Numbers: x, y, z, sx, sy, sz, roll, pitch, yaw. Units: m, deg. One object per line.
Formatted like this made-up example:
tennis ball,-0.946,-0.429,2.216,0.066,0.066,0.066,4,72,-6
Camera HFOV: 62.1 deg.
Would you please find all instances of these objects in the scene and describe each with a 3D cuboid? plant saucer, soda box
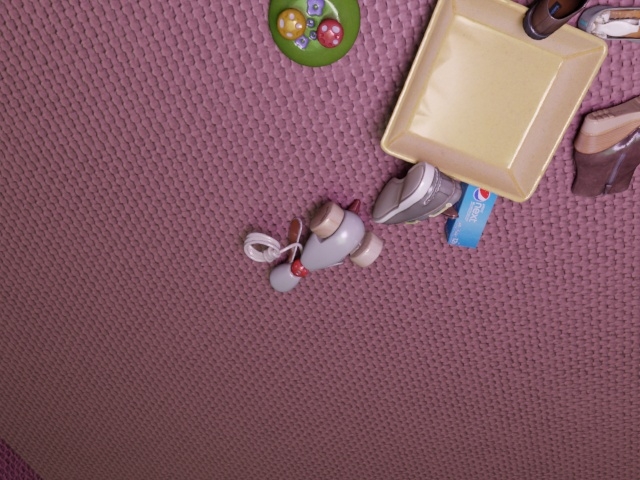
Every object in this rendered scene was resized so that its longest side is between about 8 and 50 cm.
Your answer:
plant saucer,0.324,-0.283,1.044,0.332,0.081,0.333,19,111,-7
soda box,0.350,-0.088,1.214,0.071,0.067,0.210,10,125,-2

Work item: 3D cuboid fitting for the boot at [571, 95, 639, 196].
boot,0.660,-0.196,1.116,0.248,0.090,0.207,-9,135,11

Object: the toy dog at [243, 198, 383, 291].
toy dog,0.000,0.000,1.289,0.333,0.161,0.220,-12,126,31

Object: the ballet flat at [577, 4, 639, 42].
ballet flat,0.589,-0.395,0.978,0.213,0.068,0.072,2,125,4

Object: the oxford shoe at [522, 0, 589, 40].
oxford shoe,0.452,-0.448,0.906,0.082,0.096,0.227,36,92,-6

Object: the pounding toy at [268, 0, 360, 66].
pounding toy,-0.027,-0.430,0.994,0.182,0.110,0.237,-17,121,17

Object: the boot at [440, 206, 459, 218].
boot,0.282,-0.118,1.186,0.037,0.106,0.114,-15,131,-30

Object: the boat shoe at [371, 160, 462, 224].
boat shoe,0.191,-0.083,1.128,0.091,0.109,0.305,21,169,-10
